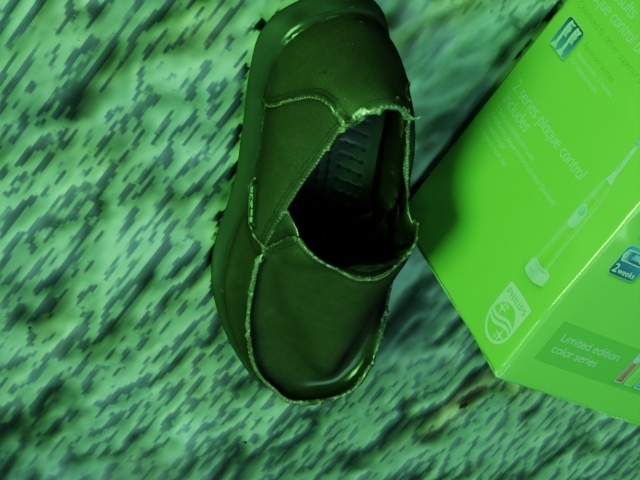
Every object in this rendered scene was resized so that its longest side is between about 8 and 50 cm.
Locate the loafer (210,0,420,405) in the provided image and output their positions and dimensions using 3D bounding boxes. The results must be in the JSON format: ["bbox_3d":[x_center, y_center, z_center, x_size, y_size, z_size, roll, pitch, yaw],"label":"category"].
[{"bbox_3d":[0.000,0.000,0.853,0.080,0.078,0.220,-13,134,-16],"label":"loafer"}]

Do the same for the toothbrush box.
[{"bbox_3d":[0.209,-0.051,0.879,0.206,0.122,0.283,19,120,-37],"label":"toothbrush box"}]
